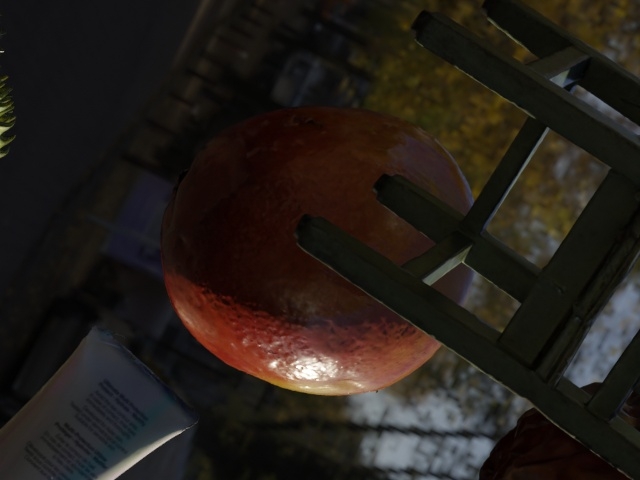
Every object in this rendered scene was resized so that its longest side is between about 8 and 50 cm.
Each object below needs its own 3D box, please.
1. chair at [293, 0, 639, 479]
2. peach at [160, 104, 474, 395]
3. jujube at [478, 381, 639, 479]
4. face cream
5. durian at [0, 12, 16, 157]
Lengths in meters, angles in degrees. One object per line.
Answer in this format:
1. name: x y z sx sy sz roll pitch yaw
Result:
1. chair: 0.145 0.008 0.752 0.136 0.270 0.147 -61 167 20
2. peach: 0.000 0.000 1.364 0.281 0.281 0.238 -63 -161 23
3. jujube: 0.175 0.175 0.943 0.174 0.174 0.250 -63 179 7
4. face cream: -0.084 0.070 0.399 0.115 0.038 0.020 -41 -157 6
5. durian: -0.223 -0.083 0.814 0.215 0.100 0.086 -5 -99 43
